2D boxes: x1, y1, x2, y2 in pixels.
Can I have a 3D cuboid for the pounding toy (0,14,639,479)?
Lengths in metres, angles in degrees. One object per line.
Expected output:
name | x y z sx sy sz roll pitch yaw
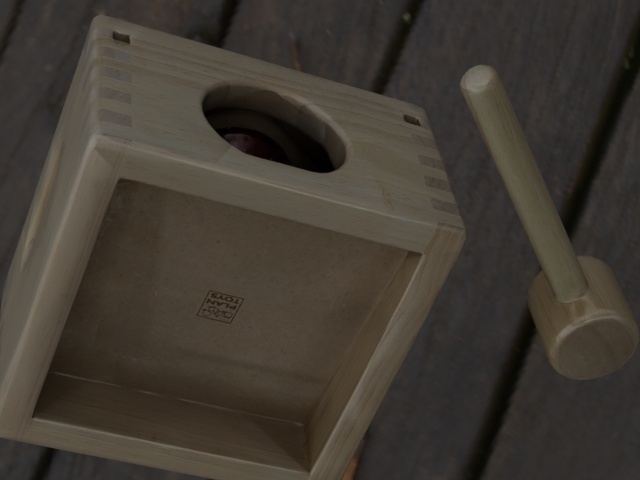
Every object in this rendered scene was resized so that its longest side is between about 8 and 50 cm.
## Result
pounding toy | 0.009 -0.006 0.512 0.094 0.206 0.181 -102 31 -54
